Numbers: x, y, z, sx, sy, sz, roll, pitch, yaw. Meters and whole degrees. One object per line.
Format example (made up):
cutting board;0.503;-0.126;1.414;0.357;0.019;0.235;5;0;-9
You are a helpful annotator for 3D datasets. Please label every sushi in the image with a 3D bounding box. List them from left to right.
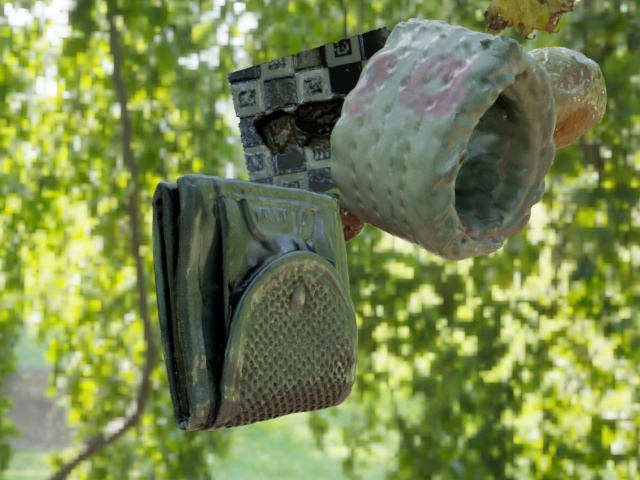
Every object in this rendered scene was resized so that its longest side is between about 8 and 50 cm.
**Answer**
sushi;0.007;-0.147;1.744;0.215;0.192;0.050;-14;-16;7

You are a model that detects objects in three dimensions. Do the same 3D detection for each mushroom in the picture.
mushroom;-0.007;-0.008;1.667;0.073;0.129;0.088;42;-24;10

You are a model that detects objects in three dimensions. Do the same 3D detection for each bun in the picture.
bun;0.309;-0.209;2.123;0.244;0.153;0.244;-15;-19;-6

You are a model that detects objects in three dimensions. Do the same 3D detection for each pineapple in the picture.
pineapple;0.205;-0.248;1.427;0.077;0.114;0.114;28;-46;-28

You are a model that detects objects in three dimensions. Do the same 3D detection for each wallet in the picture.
wallet;-0.047;0.060;1.383;0.075;0.237;0.342;-5;-4;26

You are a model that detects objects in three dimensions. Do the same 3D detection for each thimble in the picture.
thimble;0.117;-0.098;1.269;0.149;0.211;0.185;26;26;39
